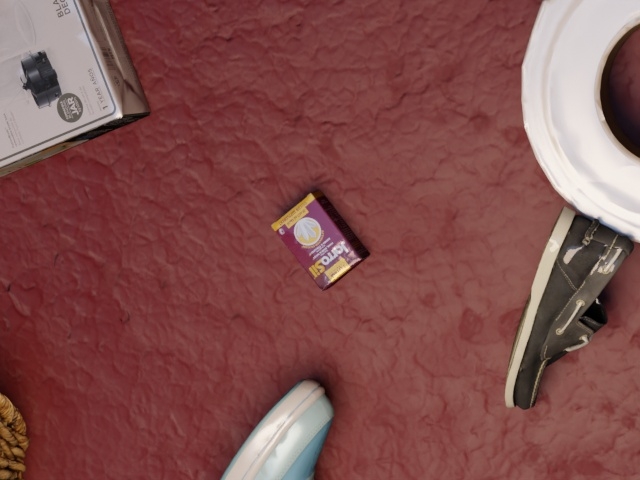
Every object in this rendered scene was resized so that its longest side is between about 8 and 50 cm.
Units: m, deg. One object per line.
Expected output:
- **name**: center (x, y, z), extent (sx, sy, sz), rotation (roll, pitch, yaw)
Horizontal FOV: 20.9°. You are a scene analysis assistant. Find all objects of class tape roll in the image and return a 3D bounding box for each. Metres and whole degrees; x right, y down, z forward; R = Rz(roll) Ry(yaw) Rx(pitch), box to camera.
- **tape roll**: center (0.326, -0.138, 1.576), extent (0.286, 0.100, 0.286), rotation (2, 97, 14)

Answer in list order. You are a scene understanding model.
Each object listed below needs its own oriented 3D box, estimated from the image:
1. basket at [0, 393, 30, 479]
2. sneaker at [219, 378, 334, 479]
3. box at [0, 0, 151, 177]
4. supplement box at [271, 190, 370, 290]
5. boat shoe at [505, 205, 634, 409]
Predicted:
- **basket**: center (-0.450, 0.198, 1.747), extent (0.299, 0.213, 0.223), rotation (4, 103, 9)
- **sneaker**: center (-0.013, 0.305, 1.699), extent (0.208, 0.127, 0.319), rotation (31, 112, 11)
- **box**: center (-0.338, -0.151, 1.751), extent (0.290, 0.087, 0.169), rotation (-22, 90, 15)
- **supplement box**: center (0.000, 0.000, 1.703), extent (0.055, 0.043, 0.083), rotation (-40, 86, 13)
- **boat shoe**: center (0.222, 0.077, 1.599), extent (0.079, 0.084, 0.233), rotation (18, 130, 4)
